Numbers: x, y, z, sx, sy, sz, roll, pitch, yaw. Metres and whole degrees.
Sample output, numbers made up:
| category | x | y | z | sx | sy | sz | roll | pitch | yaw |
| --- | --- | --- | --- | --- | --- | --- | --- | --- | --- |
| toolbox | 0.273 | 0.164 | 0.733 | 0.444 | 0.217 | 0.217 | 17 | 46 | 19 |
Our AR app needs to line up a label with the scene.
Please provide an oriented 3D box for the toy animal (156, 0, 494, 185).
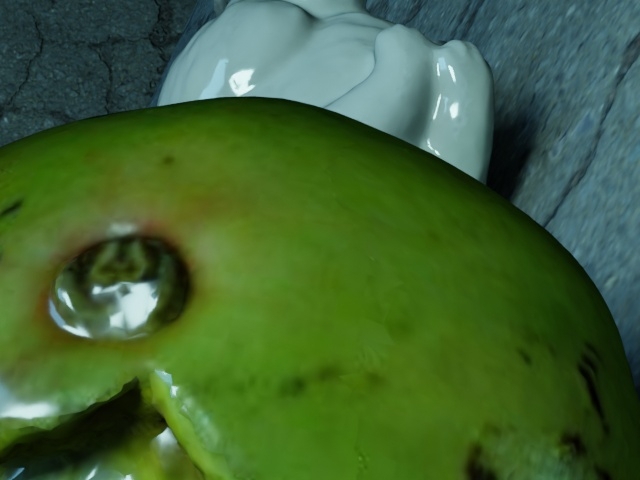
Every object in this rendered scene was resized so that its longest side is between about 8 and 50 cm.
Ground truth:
| category | x | y | z | sx | sy | sz | roll | pitch | yaw |
| --- | --- | --- | --- | --- | --- | --- | --- | --- | --- |
| toy animal | 0.000 | 0.000 | 0.855 | 0.258 | 0.194 | 0.357 | -42 | 31 | 31 |

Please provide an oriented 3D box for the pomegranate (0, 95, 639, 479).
| category | x | y | z | sx | sy | sz | roll | pitch | yaw |
| --- | --- | --- | --- | --- | --- | --- | --- | --- | --- |
| pomegranate | -0.032 | 0.081 | 0.592 | 0.358 | 0.309 | 0.216 | 72 | -160 | -60 |
